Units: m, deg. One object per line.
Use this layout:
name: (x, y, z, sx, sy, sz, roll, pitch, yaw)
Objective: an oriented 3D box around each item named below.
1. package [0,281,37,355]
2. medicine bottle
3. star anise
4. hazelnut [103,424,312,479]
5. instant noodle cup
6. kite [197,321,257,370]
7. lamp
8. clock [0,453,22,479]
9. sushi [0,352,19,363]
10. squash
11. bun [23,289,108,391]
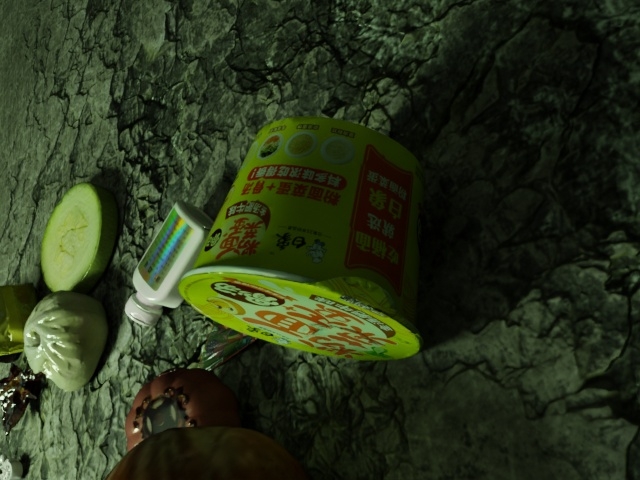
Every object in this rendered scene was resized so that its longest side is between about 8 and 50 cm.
package: (-0.668, 0.168, 1.483, 0.226, 0.168, 0.090, 55, 135, 42)
medicine bottle: (-0.264, 0.046, 1.211, 0.115, 0.078, 0.219, 42, 104, 41)
star anise: (-0.644, 0.334, 1.464, 0.212, 0.053, 0.157, -7, 69, 38)
hazelnut: (-0.143, 0.399, 0.813, 0.372, 0.315, 0.372, -10, 64, 21)
instant noodle cup: (0.000, 0.000, 0.860, 0.311, 0.311, 0.221, -5, 62, 41)
kite: (-0.113, 0.092, 1.106, 0.234, 0.016, 0.321, 14, 85, 43)
lamp: (-0.200, 0.281, 1.035, 0.182, 0.140, 0.182, -8, 68, 20)
clock: (-0.658, 0.492, 1.426, 0.129, 0.041, 0.087, -50, 51, 23)
sushi: (-0.726, 0.205, 1.570, 0.091, 0.078, 0.150, -26, 59, 33)
squash: (-0.524, 0.002, 1.484, 0.252, 0.049, 0.252, -16, 65, 38)
bun: (-0.508, 0.194, 1.344, 0.178, 0.128, 0.193, 3, 78, 41)
